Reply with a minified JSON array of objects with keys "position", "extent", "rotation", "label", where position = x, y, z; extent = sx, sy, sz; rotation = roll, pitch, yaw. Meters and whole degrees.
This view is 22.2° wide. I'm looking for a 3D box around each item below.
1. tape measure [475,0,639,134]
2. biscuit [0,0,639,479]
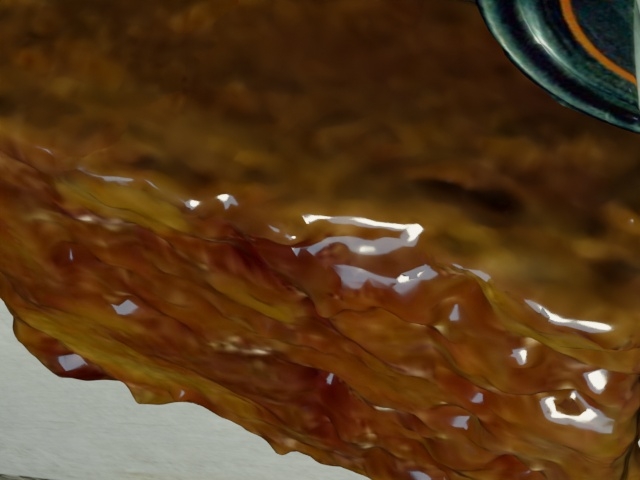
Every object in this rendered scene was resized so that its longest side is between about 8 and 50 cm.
[{"position":[0.143,-0.112,0.558],"extent":[0.181,0.107,0.182],"rotation":[20,152,-2],"label":"tape measure"},{"position":[0.000,0.000,0.859],"extent":[0.395,0.166,0.342],"rotation":[19,159,14],"label":"biscuit"}]
